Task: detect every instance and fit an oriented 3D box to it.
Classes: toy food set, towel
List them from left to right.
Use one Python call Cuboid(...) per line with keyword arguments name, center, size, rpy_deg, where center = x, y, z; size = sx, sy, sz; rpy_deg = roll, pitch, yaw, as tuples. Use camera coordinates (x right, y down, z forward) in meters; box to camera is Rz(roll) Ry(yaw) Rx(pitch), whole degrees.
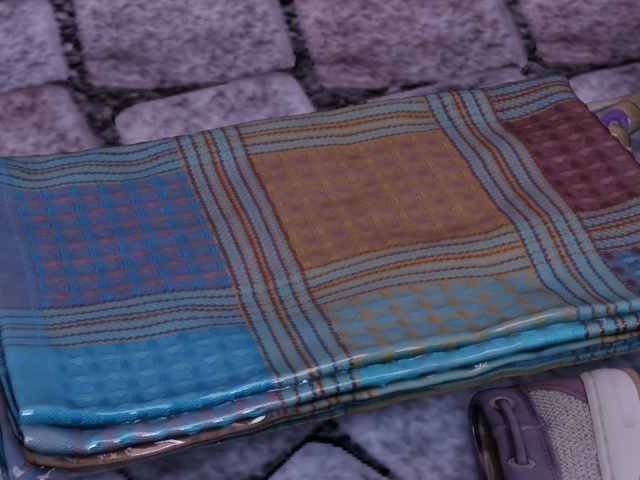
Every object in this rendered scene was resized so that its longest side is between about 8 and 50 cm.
Cuboid(name="towel", center=(0.000, 0.000, 0.969), size=(0.370, 0.040, 0.271), rpy_deg=(-11, 33, -13))
Cuboid(name="toy food set", center=(0.198, -0.051, 1.077), size=(0.078, 0.019, 0.122), rpy_deg=(-12, 45, -14))

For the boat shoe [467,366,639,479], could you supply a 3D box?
Cuboid(name="boat shoe", center=(0.103, 0.161, 0.796), size=(0.092, 0.102, 0.285), rpy_deg=(-3, 38, 7))
